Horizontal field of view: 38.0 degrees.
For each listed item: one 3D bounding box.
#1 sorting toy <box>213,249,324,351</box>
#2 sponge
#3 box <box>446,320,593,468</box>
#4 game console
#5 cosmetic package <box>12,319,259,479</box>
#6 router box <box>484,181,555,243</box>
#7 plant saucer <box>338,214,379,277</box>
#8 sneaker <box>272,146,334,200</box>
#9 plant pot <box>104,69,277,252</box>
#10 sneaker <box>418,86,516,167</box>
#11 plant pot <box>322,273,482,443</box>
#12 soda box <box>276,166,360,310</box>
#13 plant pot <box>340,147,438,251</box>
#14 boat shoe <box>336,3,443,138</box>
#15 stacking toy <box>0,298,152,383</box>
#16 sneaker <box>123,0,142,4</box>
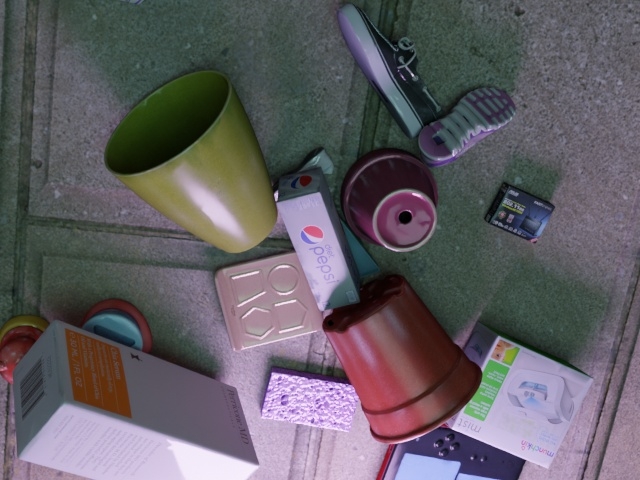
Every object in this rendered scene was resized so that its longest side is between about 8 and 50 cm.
[{"bbox_3d":[-0.107,0.124,1.968,0.208,0.038,0.193,-15,111,-8],"label":"sorting toy"},{"bbox_3d":[-0.020,0.353,2.060,0.210,0.031,0.117,12,107,-12],"label":"sponge"},{"bbox_3d":[0.424,0.341,2.062,0.261,0.127,0.231,25,93,-16],"label":"box"},{"bbox_3d":[0.283,0.609,2.183,0.341,0.060,0.387,15,107,-13],"label":"game console"},{"bbox_3d":[-0.358,0.351,1.825,0.453,0.230,0.161,28,113,-37],"label":"cosmetic package"},{"bbox_3d":[0.424,-0.059,1.981,0.122,0.038,0.092,21,104,-15],"label":"router box"},{"bbox_3d":[0.047,0.000,1.941,0.067,0.018,0.192,-23,115,36],"label":"plant saucer"},{"bbox_3d":[-0.038,-0.120,1.881,0.152,0.054,0.061,-37,113,4],"label":"sneaker"},{"bbox_3d":[-0.211,-0.122,1.766,0.274,0.275,0.293,-33,127,4],"label":"plant pot"},{"bbox_3d":[0.288,-0.222,1.881,0.236,0.104,0.095,-33,74,-17],"label":"sneaker"},{"bbox_3d":[0.154,0.231,1.936,0.272,0.272,0.265,-31,103,3],"label":"plant pot"},{"bbox_3d":[0.000,0.000,1.866,0.091,0.098,0.286,-14,124,11],"label":"soda box"},{"bbox_3d":[0.149,-0.067,1.860,0.201,0.180,0.202,-3,110,-7],"label":"plant pot"},{"bbox_3d":[0.143,-0.342,1.801,0.105,0.113,0.306,-37,113,-2],"label":"boat shoe"},{"bbox_3d":[-0.493,0.279,1.910,0.308,0.130,0.280,-14,110,-3],"label":"stacking toy"},{"bbox_3d":[-0.316,-0.562,1.666,0.161,0.102,0.282,19,116,-18],"label":"sneaker"}]
